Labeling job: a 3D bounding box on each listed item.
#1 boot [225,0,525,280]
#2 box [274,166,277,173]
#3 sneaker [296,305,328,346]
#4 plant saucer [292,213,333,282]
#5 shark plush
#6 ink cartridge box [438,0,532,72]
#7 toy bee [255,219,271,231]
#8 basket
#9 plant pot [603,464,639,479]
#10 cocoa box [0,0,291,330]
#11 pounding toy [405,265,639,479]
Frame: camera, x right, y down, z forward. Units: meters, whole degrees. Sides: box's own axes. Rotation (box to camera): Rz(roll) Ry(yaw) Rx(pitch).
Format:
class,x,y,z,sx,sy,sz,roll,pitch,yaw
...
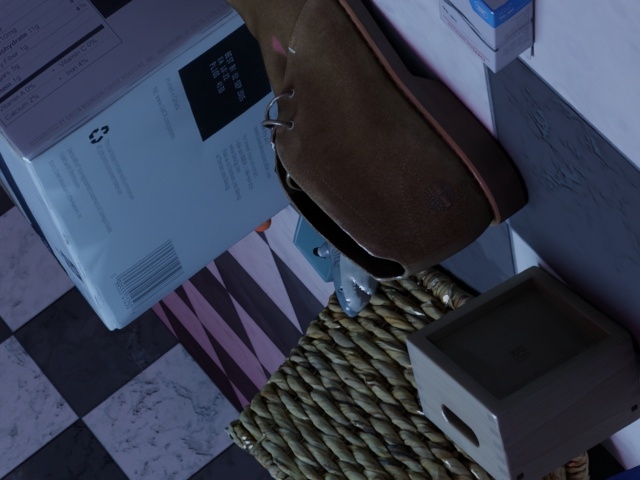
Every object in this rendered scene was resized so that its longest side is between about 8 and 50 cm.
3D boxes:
class,x,y,z,sx,sy,sz,roll,pitch,yaw
boot,-0.005,-0.101,1.270,0.305,0.115,0.112,49,171,25
box,0.013,-0.049,1.505,0.083,0.062,0.052,50,168,9
sneaker,0.050,0.146,2.007,0.087,0.083,0.221,23,157,43
plant saucer,0.000,0.000,1.855,0.067,0.018,0.192,51,169,7
shark plush,0.008,-0.009,1.592,0.073,0.067,0.161,4,-147,-41
ink cartridge box,0.088,-0.123,1.017,0.048,0.028,0.083,48,170,22
toy bee,-0.120,-0.058,1.881,0.162,0.298,0.195,22,128,1
basket,0.109,0.171,1.567,0.213,0.223,0.299,39,177,-34
plant pot,0.253,0.210,0.912,0.236,0.212,0.236,57,168,-23
cocoa box,-0.176,-0.130,1.579,0.228,0.231,0.347,49,169,22
pounding toy,0.140,0.091,1.290,0.141,0.130,0.100,40,152,50
